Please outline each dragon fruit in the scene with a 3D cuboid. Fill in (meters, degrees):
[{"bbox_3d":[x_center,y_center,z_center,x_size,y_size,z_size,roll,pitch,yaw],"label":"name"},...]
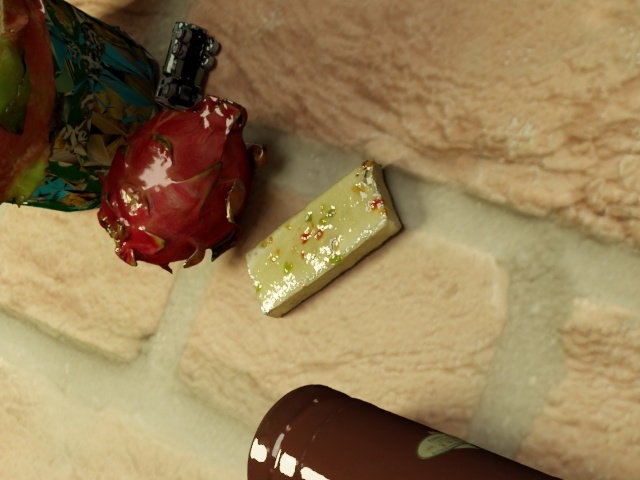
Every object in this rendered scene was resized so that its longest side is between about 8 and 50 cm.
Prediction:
[{"bbox_3d":[-0.117,-0.052,1.682,0.136,0.133,0.166,32,101,-1],"label":"dragon fruit"},{"bbox_3d":[-0.327,-0.126,1.642,0.268,0.130,0.295,-15,68,32],"label":"dragon fruit"}]

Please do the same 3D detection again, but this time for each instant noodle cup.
[{"bbox_3d":[-0.272,-0.131,1.794,0.240,0.178,0.240,-12,70,37],"label":"instant noodle cup"}]

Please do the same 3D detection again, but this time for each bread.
[{"bbox_3d":[0.000,0.000,1.626,0.153,0.028,0.068,-36,57,28],"label":"bread"}]

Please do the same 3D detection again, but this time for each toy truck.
[{"bbox_3d":[-0.125,-0.158,1.778,0.044,0.039,0.083,1,74,58],"label":"toy truck"}]

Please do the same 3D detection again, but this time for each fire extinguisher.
[{"bbox_3d":[0.105,0.197,1.418,0.337,0.114,0.135,19,62,42],"label":"fire extinguisher"}]
